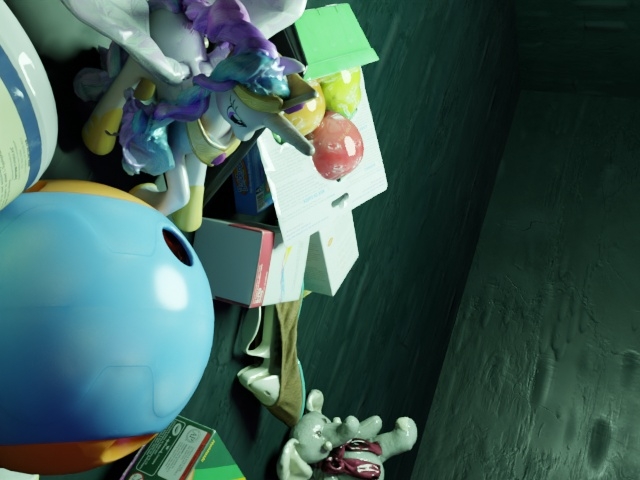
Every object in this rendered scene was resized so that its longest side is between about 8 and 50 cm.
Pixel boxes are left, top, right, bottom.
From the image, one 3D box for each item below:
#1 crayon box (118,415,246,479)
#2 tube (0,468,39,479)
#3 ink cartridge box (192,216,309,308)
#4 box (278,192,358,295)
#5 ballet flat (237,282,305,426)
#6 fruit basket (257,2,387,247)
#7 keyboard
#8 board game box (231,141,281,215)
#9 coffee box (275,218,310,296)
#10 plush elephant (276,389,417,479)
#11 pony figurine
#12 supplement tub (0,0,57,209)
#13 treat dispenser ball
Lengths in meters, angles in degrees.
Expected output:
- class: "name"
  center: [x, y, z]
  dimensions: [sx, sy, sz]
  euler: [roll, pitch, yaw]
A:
- class: "crayon box"
  center: [-0.244, 0.498, 1.022]
  dimensions: [0.363, 0.106, 0.313]
  euler: [-59, 150, -33]
- class: "tube"
  center: [-0.380, 0.382, 0.810]
  dimensions: [0.070, 0.062, 0.240]
  euler: [7, 102, -25]
- class: "ink cartridge box"
  center: [-0.117, 0.035, 1.143]
  dimensions: [0.176, 0.128, 0.127]
  euler: [1, 99, -65]
- class: "box"
  center: [0.000, 0.000, 1.326]
  dimensions: [0.130, 0.091, 0.170]
  euler: [-55, 145, -41]
- class: "ballet flat"
  center: [-0.099, 0.215, 1.304]
  dimensions: [0.124, 0.116, 0.342]
  euler: [-12, 112, -42]
- class: "fruit basket"
  center: [-0.014, -0.207, 1.143]
  dimensions: [0.327, 0.166, 0.352]
  euler: [-33, 119, -48]
- class: "keyboard"
  center: [-0.128, -0.177, 0.883]
  dimensions: [0.033, 0.317, 0.201]
  euler: [6, 53, -41]
- class: "board game box"
  center: [-0.087, -0.159, 1.222]
  dimensions: [0.210, 0.047, 0.160]
  euler: [-42, 136, -53]
- class: "coffee box"
  center: [-0.052, 0.035, 1.389]
  dimensions: [0.113, 0.040, 0.184]
  euler: [-28, 125, -60]
- class: "plush elephant"
  center: [0.041, 0.483, 1.559]
  dimensions: [0.255, 0.330, 0.271]
  euler: [57, 32, -28]
- class: "pony figurine"
  center: [-0.147, -0.197, 0.709]
  dimensions: [0.303, 0.363, 0.350]
  euler: [-17, 84, -36]
- class: "supplement tub"
  center: [-0.365, -0.046, 0.439]
  dimensions: [0.324, 0.236, 0.235]
  euler: [-56, 147, -40]
- class: "treat dispenser ball"
  center: [-0.253, 0.082, 0.675]
  dimensions: [0.288, 0.288, 0.288]
  euler: [-38, 134, -55]
